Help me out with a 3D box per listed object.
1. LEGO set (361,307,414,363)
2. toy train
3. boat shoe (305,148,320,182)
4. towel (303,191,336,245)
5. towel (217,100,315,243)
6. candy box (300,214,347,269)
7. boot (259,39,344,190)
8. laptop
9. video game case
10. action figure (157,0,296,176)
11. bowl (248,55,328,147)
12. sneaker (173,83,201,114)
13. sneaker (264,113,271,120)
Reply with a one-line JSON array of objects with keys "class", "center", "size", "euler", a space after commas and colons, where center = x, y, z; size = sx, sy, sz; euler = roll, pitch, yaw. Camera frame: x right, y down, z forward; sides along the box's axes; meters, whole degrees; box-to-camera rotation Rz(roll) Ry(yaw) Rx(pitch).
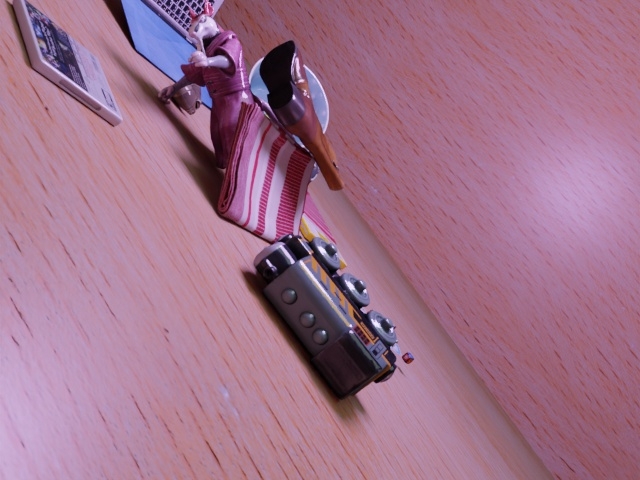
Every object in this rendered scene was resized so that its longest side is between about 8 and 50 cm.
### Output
[{"class": "LEGO set", "center": [0.137, 0.229, 1.723], "size": [0.244, 0.060, 0.182], "euler": [39, 18, -21]}, {"class": "toy train", "center": [0.012, 0.129, 1.209], "size": [0.334, 0.142, 0.190], "euler": [53, 19, 6]}, {"class": "boat shoe", "center": [-0.069, -0.212, 1.953], "size": [0.121, 0.119, 0.335], "euler": [38, 22, -5]}, {"class": "towel", "center": [-0.052, -0.111, 2.063], "size": [0.199, 0.031, 0.274], "euler": [42, 14, -44]}, {"class": "towel", "center": [-0.102, -0.122, 1.427], "size": [0.329, 0.037, 0.236], "euler": [33, 66, -63]}, {"class": "candy box", "center": [0.000, 0.000, 1.907], "size": [0.206, 0.027, 0.105], "euler": [42, 11, -45]}, {"class": "boot", "center": [-0.021, -0.286, 1.513], "size": [0.280, 0.096, 0.264], "euler": [49, 18, -45]}, {"class": "laptop", "center": [-0.346, -0.629, 1.796], "size": [0.236, 0.407, 0.382], "euler": [32, 0, 27]}, {"class": "video game case", "center": [-0.410, -0.289, 1.082], "size": [0.173, 0.022, 0.190], "euler": [39, 17, -54]}, {"class": "action figure", "center": [-0.187, -0.334, 1.443], "size": [0.248, 0.276, 0.369], "euler": [16, -58, 55]}, {"class": "bowl", "center": [-0.143, -0.426, 2.170], "size": [0.312, 0.163, 0.311], "euler": [12, 70, -35]}, {"class": "sneaker", "center": [-0.325, -0.356, 1.643], "size": [0.188, 0.066, 0.071], "euler": [-89, 157, -67]}, {"class": "sneaker", "center": [-0.154, -0.318, 1.936], "size": [0.084, 0.097, 0.234], "euler": [52, 33, -16]}]
